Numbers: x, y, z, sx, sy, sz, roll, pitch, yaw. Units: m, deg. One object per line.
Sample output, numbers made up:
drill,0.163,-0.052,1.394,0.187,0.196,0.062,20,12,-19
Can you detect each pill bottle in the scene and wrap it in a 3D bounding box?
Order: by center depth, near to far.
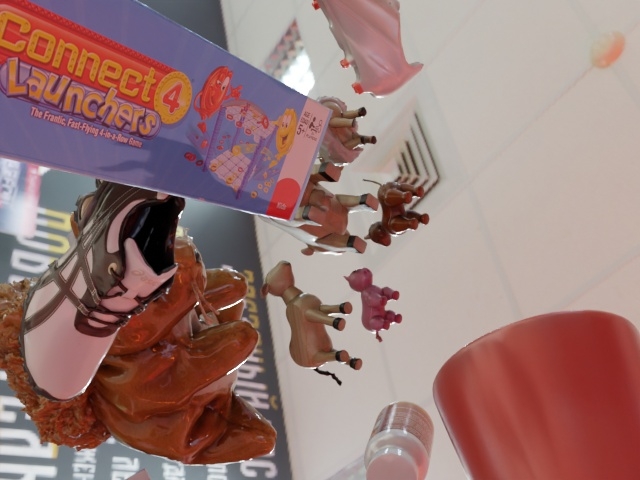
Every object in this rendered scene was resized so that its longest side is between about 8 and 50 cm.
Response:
pill bottle,0.148,0.397,1.320,0.121,0.121,0.216,-65,172,14

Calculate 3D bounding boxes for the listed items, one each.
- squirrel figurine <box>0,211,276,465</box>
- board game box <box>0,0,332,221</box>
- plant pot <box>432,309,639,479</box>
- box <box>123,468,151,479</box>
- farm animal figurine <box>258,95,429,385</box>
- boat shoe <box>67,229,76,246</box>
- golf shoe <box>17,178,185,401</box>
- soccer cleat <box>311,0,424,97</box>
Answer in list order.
squirrel figurine,-0.284,0.140,0.962,0.370,0.397,0.281,75,4,-55
board game box,-0.196,-0.117,0.429,0.302,0.308,0.086,23,-84,27
plant pot,0.288,0.254,0.821,0.275,0.275,0.243,-46,-141,37
box,-0.323,0.465,1.134,0.126,0.137,0.072,60,-30,12
farm animal figurine,0.000,0.000,1.053,0.172,0.327,0.330,3,-129,43
boat shoe,-0.469,0.045,1.530,0.367,0.135,0.156,172,-95,-70
golf shoe,-0.163,0.035,0.527,0.094,0.077,0.198,18,-92,44
soccer cleat,0.032,-0.233,0.673,0.076,0.196,0.068,-28,-161,3
